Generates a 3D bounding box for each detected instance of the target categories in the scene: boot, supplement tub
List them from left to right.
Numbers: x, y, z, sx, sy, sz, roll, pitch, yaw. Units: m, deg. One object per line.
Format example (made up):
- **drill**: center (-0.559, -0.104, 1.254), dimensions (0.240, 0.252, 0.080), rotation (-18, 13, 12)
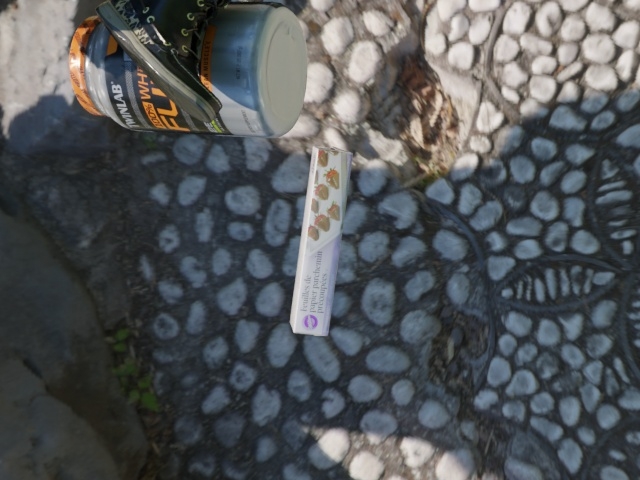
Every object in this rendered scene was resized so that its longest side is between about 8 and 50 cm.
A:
- **supplement tub**: center (-0.193, -0.252, 1.312), dimensions (0.316, 0.193, 0.194), rotation (5, 91, 20)
- **boot**: center (-0.162, -0.279, 1.157), dimensions (0.178, 0.085, 0.236), rotation (-41, 67, -8)

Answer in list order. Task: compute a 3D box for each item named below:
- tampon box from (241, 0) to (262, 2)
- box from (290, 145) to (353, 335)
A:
- **tampon box**: center (-0.138, -0.496, 1.507), dimensions (0.101, 0.161, 0.120), rotation (28, 83, 18)
- **box**: center (0.000, 0.000, 1.540), dimensions (0.063, 0.067, 0.324), rotation (6, 99, -8)
